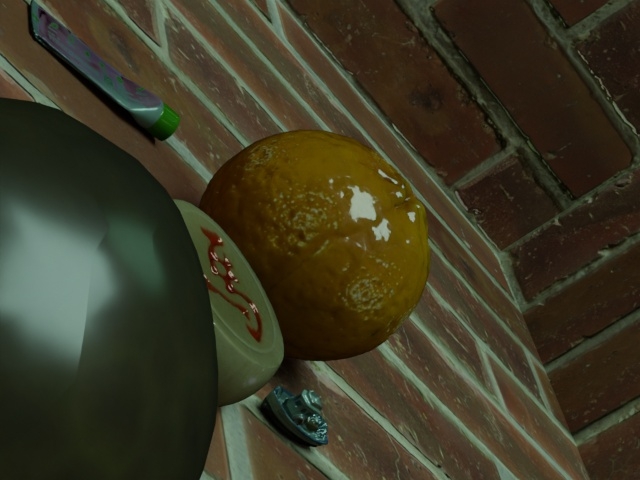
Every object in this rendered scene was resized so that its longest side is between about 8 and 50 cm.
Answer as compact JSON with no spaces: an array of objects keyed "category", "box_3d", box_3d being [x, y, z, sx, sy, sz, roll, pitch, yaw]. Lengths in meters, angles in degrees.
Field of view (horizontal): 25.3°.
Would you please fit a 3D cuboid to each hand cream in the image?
[{"category":"hand cream","box_3d":[-0.310,-0.236,2.034,0.275,0.050,0.079,39,-3,-36]}]

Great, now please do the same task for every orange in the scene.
[{"category":"orange","box_3d":[0.000,0.000,2.012,0.340,0.293,0.340,52,14,-19]}]

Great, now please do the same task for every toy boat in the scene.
[{"category":"toy boat","box_3d":[-0.025,0.229,1.901,0.140,0.066,0.059,41,25,-43]}]

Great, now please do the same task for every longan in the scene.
[{"category":"longan","box_3d":[-0.238,0.102,0.865,0.336,0.404,0.404,24,11,10]}]

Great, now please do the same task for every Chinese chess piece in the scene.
[{"category":"Chinese chess piece","box_3d":[-0.154,0.075,1.746,0.273,0.102,0.273,51,16,-20]}]
